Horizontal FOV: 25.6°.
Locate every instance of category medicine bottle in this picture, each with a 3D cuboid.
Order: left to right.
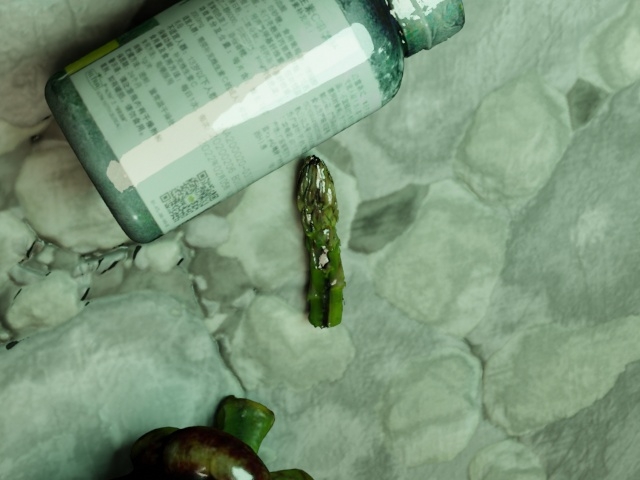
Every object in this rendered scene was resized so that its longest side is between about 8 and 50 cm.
[{"bbox_3d":[-0.042,-0.126,1.025,0.293,0.141,0.141,-30,124,-4],"label":"medicine bottle"}]

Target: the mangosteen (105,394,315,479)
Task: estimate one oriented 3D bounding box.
[{"bbox_3d":[-0.114,0.301,1.137,0.297,0.297,0.313,13,114,-27],"label":"mangosteen"}]

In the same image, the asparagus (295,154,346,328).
[{"bbox_3d":[0.000,0.000,1.176,0.036,0.030,0.165,-1,121,9],"label":"asparagus"}]
